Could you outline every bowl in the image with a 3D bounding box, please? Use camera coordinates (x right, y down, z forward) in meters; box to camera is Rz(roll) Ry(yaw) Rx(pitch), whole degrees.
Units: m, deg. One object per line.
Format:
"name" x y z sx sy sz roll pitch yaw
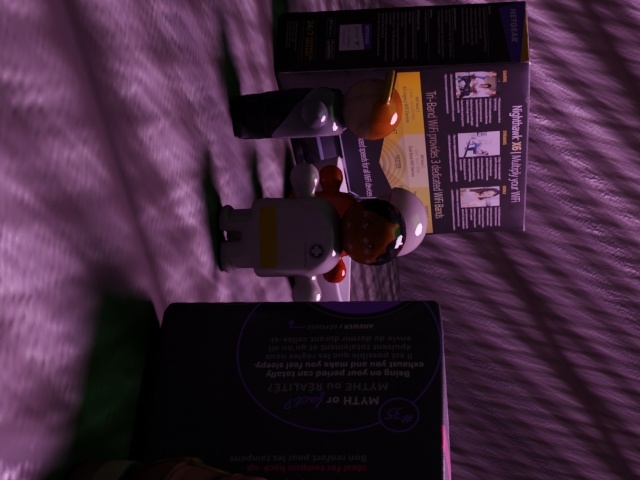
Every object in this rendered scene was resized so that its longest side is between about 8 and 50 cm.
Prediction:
"bowl" 0.000 0.000 1.295 0.142 0.053 0.142 74 15 -63

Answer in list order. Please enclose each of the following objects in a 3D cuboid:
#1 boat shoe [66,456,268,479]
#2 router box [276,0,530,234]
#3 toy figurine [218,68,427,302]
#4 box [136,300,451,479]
"boat shoe" -0.069 0.173 0.457 0.307 0.104 0.111 -78 165 -63
"router box" 0.095 -0.116 1.331 0.309 0.243 0.081 78 12 -58
"toy figurine" 0.012 -0.009 1.000 0.209 0.148 0.213 81 10 -46
"box" -0.012 0.178 0.676 0.143 0.165 0.270 82 10 -47
